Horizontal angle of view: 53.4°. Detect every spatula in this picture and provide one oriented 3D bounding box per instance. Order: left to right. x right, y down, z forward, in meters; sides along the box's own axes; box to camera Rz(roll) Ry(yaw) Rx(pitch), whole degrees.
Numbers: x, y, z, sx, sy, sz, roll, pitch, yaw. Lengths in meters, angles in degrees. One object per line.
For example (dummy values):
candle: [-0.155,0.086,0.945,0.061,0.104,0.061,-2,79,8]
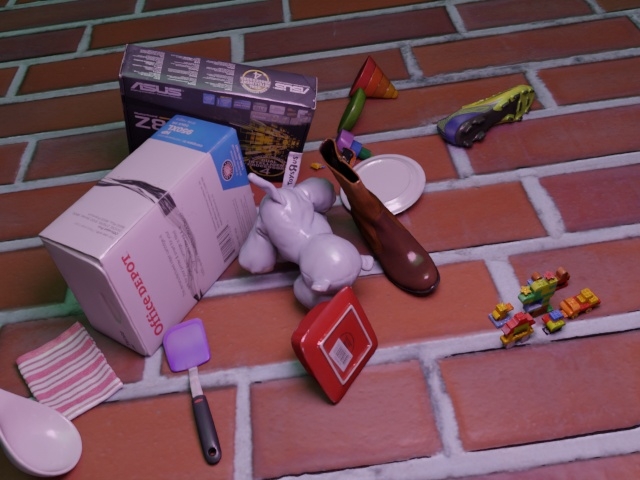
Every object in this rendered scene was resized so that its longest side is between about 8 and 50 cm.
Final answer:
spatula: [-0.226,0.270,1.158,0.084,0.030,0.296,-18,47,-8]

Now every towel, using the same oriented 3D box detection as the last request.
towel: [-0.482,0.253,1.212,0.144,0.029,0.197,-34,51,-22]

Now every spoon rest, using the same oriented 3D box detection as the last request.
spoon rest: [-0.521,0.300,1.046,0.276,0.084,0.137,31,20,-20]

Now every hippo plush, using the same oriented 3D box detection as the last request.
hippo plush: [0.000,0.000,1.241,0.236,0.294,0.234,42,52,20]

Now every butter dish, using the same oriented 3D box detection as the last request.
butter dish: [0.006,0.181,1.153,0.118,0.160,0.160,4,41,43]

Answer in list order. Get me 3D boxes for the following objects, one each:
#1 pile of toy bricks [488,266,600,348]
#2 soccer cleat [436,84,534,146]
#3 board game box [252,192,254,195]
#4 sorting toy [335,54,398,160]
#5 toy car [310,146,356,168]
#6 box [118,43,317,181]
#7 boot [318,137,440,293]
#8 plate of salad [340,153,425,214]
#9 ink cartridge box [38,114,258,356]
pile of toy bricks: [0.411,0.102,1.181,0.212,0.105,0.118,-20,47,-12]
soccer cleat: [0.420,-0.331,1.609,0.289,0.093,0.121,-30,43,-21]
board game box: [-0.246,-0.129,1.498,0.154,0.103,0.026,16,84,22]
sorting toy: [0.129,-0.332,1.666,0.126,0.127,0.366,25,51,-10]
toy car: [0.036,-0.200,1.545,0.122,0.060,0.040,11,17,35]
box: [-0.225,-0.265,1.407,0.394,0.318,0.097,8,63,-9]
boot: [0.119,-0.046,1.229,0.096,0.280,0.264,-30,53,2]
plate of salad: [0.145,-0.123,1.476,0.199,0.048,0.200,-10,49,12]
ink cartridge box: [-0.313,-0.017,1.270,0.166,0.285,0.395,18,51,25]
